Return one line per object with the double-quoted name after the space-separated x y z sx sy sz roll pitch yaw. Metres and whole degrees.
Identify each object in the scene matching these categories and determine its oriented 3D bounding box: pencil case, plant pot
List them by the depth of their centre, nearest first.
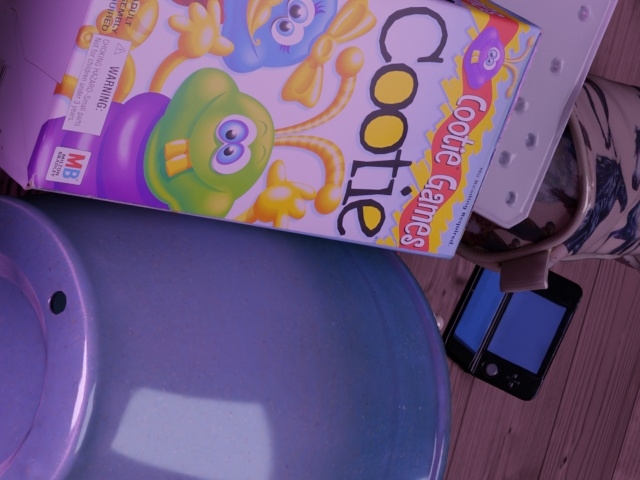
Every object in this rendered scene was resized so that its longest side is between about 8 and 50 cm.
-0.109 0.084 0.977 0.255 0.271 0.272 19 92 -54 "plant pot"
0.226 -0.049 1.562 0.410 0.160 0.183 1 91 -61 "pencil case"

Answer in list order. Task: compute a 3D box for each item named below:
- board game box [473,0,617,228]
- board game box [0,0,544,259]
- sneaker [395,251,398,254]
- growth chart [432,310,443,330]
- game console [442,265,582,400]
0.070 -0.250 1.145 0.390 0.050 0.390 26 86 -43 "board game box"
-0.044 -0.096 0.959 0.275 0.144 0.142 9 108 -39 "board game box"
0.000 0.000 1.265 0.135 0.097 0.276 -44 145 -42 "sneaker"
0.035 0.151 1.517 0.172 0.021 0.237 8 101 -61 "growth chart"
0.177 0.071 1.663 0.122 0.107 0.071 -63 180 -9 "game console"
